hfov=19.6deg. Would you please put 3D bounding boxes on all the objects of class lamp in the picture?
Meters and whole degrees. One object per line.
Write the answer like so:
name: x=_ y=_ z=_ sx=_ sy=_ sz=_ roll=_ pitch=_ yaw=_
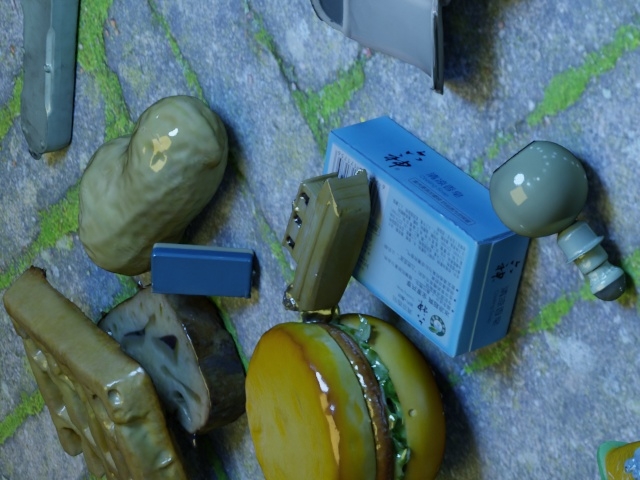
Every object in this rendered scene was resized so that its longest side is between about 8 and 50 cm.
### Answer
lamp: x=0.225 y=-0.013 z=1.699 sx=0.163 sy=0.091 sz=0.091 roll=54 pitch=143 yaw=1

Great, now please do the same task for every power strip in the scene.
power strip: x=-0.353 y=-0.232 z=2.390 sx=0.080 sy=0.048 sz=0.286 roll=39 pitch=133 yaw=40
power strip: x=-0.137 y=0.035 z=2.175 sx=0.032 sy=0.123 sz=0.056 roll=-83 pitch=-3 yaw=-60

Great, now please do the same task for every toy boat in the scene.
toy boat: x=0.000 y=0.000 z=1.880 sx=0.077 sy=0.057 sz=0.200 roll=52 pitch=143 yaw=32

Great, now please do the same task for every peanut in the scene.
peanut: x=-0.207 y=-0.068 z=2.195 sx=0.147 sy=0.148 sz=0.319 roll=60 pitch=145 yaw=16

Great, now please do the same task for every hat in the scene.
hat: x=0.092 y=-0.261 z=1.770 sx=0.219 sy=0.164 sz=0.226 roll=37 pitch=171 yaw=39

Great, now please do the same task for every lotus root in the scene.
lotus root: x=-0.185 y=0.130 z=2.306 sx=0.260 sy=0.074 sz=0.170 roll=46 pitch=136 yaw=34

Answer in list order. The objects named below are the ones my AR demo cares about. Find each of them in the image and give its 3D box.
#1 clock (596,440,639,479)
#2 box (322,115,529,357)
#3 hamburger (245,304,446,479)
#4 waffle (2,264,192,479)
clock: x=0.318 y=0.281 z=1.677 sx=0.231 sy=0.103 sz=0.144 roll=60 pitch=152 yaw=27
box: x=0.098 y=-0.007 z=1.864 sx=0.232 sy=0.083 sz=0.142 roll=38 pitch=132 yaw=36
hamburger: x=0.035 y=0.182 z=1.955 sx=0.246 sy=0.170 sz=0.246 roll=35 pitch=130 yaw=57
waffle: x=-0.280 y=0.215 z=2.379 sx=0.348 sy=0.077 sz=0.304 roll=34 pitch=149 yaw=50
